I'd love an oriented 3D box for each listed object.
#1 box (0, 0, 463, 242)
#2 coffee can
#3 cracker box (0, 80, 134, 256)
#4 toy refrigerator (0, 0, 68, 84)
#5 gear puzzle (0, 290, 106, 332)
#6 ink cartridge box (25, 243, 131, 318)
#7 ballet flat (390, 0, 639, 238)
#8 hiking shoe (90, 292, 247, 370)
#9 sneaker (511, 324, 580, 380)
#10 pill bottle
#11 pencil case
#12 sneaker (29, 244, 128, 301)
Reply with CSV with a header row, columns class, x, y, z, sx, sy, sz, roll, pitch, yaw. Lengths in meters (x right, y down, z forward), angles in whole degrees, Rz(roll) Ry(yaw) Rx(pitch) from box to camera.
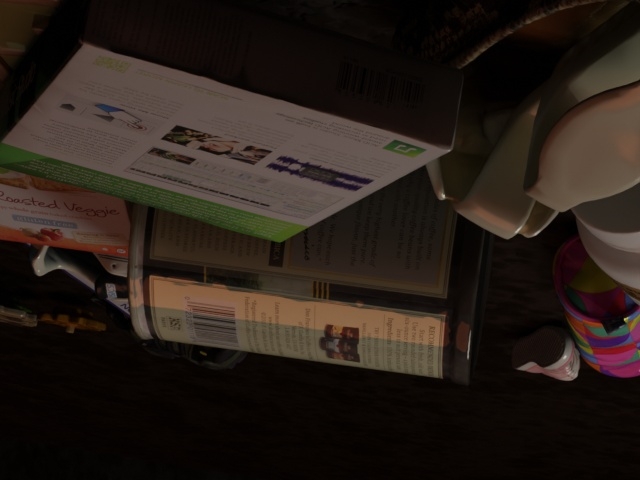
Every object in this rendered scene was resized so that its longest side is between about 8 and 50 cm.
class,x,y,z,sx,sy,sz,roll,pitch,yaw
box,-0.077,-0.077,1.232,0.232,0.058,0.322,15,164,-17
coffee can,0.000,0.000,1.558,0.275,0.202,0.201,8,165,7
cracker box,-0.233,-0.075,1.592,0.155,0.067,0.232,7,151,7
toy refrigerator,-0.176,-0.150,1.318,0.102,0.094,0.269,6,164,11
gear puzzle,-0.431,0.067,2.361,0.338,0.044,0.175,12,172,-7
ink cartridge box,-0.173,-0.002,1.821,0.223,0.045,0.224,38,148,-27
ballet flat,0.144,-0.099,1.147,0.164,0.182,0.483,16,164,-13
hiking shoe,-0.159,0.086,2.088,0.114,0.086,0.227,27,159,-36
sneaker,0.273,0.128,2.157,0.070,0.051,0.134,12,168,-16
pill bottle,0.269,-0.017,1.469,0.131,0.131,0.229,1,163,27
pencil case,0.282,0.062,1.823,0.104,0.104,0.236,6,166,13
sneaker,-0.149,0.029,1.717,0.237,0.086,0.085,15,150,10
